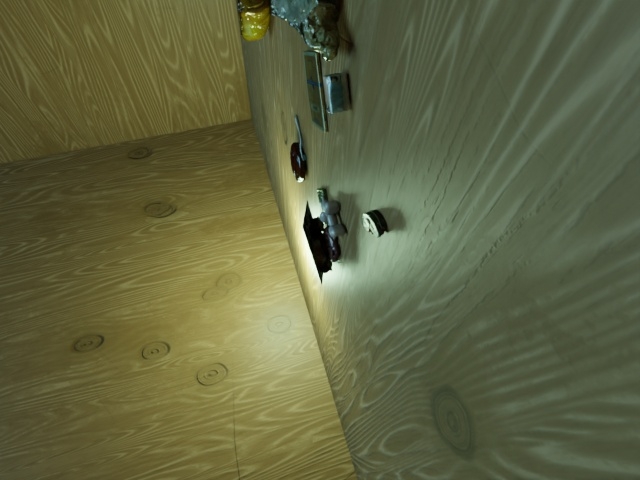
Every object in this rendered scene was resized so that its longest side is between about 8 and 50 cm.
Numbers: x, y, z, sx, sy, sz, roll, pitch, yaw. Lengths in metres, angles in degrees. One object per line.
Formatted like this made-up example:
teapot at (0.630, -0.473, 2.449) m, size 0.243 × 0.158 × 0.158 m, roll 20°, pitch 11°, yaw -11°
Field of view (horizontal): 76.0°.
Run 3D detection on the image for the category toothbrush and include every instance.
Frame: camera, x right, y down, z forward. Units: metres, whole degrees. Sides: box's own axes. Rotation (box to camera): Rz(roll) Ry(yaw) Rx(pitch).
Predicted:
toothbrush at (-0.092, -0.454, 1.812) m, size 0.017 × 0.022 × 0.204 m, roll -82°, pitch -19°, yaw -85°

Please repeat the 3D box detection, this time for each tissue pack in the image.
tissue pack at (0.041, -0.385, 1.067) m, size 0.074 × 0.058 × 0.095 m, roll -120°, pitch 20°, yaw -64°

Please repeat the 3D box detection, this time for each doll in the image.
doll at (0.037, -0.084, 1.480) m, size 0.160 × 0.059 × 0.161 m, roll 151°, pitch 105°, yaw -78°

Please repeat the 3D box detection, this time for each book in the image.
book at (-0.018, -0.497, 1.361) m, size 0.170 × 0.018 × 0.242 m, roll -122°, pitch 21°, yaw -60°

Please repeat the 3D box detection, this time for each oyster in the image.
oyster at (-0.028, -0.563, 1.024) m, size 0.110 × 0.166 × 0.341 m, roll -51°, pitch 40°, yaw 24°

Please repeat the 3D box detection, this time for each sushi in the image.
sushi at (0.000, 0.000, 1.755) m, size 0.292 × 0.059 × 0.294 m, roll -84°, pitch -22°, yaw -65°

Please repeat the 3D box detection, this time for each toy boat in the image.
toy boat at (0.008, -0.177, 1.638) m, size 0.115 × 0.016 × 0.064 m, roll -147°, pitch 45°, yaw -76°

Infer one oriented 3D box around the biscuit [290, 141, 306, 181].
biscuit at (-0.104, -0.368, 1.921) m, size 0.192 × 0.049 × 0.192 m, roll 167°, pitch 90°, yaw -73°

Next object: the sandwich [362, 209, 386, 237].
sandwich at (0.136, -0.045, 1.069) m, size 0.135 × 0.029 × 0.068 m, roll -157°, pitch 55°, yaw -78°

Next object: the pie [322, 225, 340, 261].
pie at (0.044, 0.013, 1.633) m, size 0.154 × 0.036 × 0.155 m, roll 166°, pitch 90°, yaw -81°

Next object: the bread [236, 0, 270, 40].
bread at (-0.314, -1.117, 1.840) m, size 0.337 × 0.147 × 0.328 m, roll 178°, pitch 83°, yaw -82°
